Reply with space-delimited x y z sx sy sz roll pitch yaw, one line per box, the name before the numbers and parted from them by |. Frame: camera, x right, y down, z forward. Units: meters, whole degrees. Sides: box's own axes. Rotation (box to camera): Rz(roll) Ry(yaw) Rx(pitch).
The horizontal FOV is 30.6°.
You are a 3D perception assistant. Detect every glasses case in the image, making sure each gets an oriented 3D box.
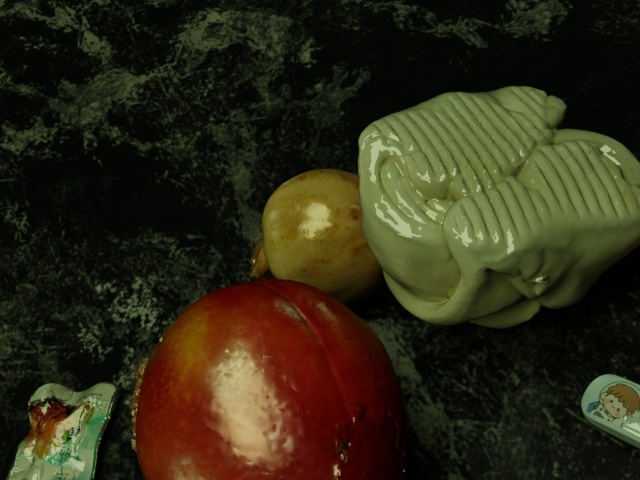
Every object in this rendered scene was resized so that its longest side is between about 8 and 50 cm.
glasses case | 0.405 0.223 1.435 0.178 0.045 0.067 25 71 36

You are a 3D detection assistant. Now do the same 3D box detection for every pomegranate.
pomegranate | 0.015 -0.005 1.678 0.207 0.207 0.207 -13 54 18

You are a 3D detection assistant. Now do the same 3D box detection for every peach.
peach | -0.050 0.227 1.459 0.370 0.370 0.370 -13 54 18

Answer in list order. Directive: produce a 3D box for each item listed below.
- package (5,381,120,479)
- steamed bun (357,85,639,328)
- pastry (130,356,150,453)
package | -0.398 0.315 1.767 0.166 0.040 0.232 2 61 26
steamed bun | 0.220 -0.025 1.550 0.367 0.255 0.342 -11 46 -20
pastry | -0.231 0.239 1.695 0.063 0.087 0.169 -47 38 42
